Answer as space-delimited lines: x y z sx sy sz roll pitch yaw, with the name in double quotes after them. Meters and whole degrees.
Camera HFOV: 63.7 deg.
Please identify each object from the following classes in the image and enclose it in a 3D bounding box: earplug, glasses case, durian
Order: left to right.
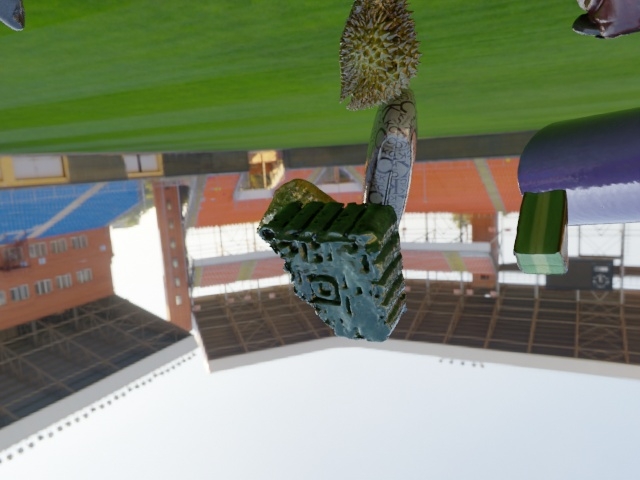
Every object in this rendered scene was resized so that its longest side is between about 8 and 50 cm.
0.088 -0.275 0.693 0.103 0.208 0.146 23 -119 25 "durian"
0.122 -0.115 0.944 0.085 0.354 0.137 7 -127 4 "glasses case"
0.534 -0.124 0.828 0.216 0.214 0.456 -5 -176 -10 "earplug"

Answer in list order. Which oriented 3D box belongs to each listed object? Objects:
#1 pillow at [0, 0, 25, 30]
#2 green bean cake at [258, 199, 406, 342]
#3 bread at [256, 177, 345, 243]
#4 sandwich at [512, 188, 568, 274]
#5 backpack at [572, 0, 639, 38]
-0.331 -0.333 0.436 0.186 0.249 0.106 22 -148 -12 "pillow"
0.022 0.050 0.774 0.194 0.208 0.107 0 -152 23 "green bean cake"
0.000 0.000 0.961 0.246 0.121 0.174 36 157 -6 "bread"
0.359 -0.013 0.827 0.074 0.116 0.074 1 152 36 "sandwich"
0.452 -0.378 0.703 0.230 0.138 0.229 -17 -145 13 "backpack"
